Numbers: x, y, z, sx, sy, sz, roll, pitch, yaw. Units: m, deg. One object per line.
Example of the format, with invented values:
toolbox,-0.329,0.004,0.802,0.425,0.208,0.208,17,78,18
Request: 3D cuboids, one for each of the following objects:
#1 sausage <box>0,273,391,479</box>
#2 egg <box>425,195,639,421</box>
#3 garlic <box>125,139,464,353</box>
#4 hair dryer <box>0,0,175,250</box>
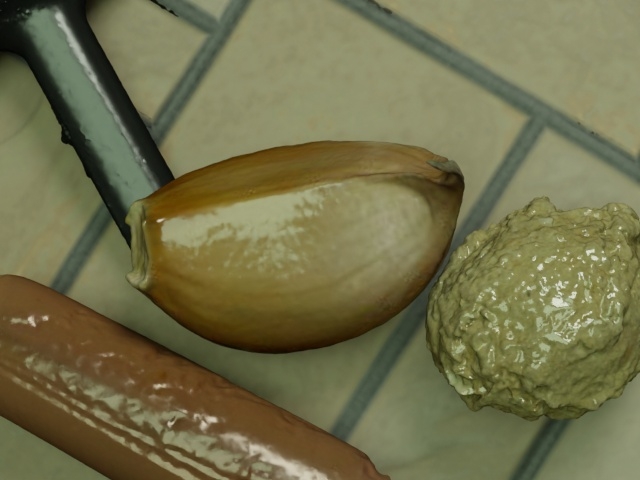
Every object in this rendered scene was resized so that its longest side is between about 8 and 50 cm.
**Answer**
sausage,-0.091,0.112,0.808,0.289,0.086,0.086,27,89,9
egg,0.127,0.041,0.766,0.140,0.116,0.118,-24,103,-8
garlic,-0.001,-0.009,0.791,0.206,0.115,0.128,-15,126,18
hair dryer,-0.164,-0.099,0.843,0.197,0.089,0.251,-33,88,4
